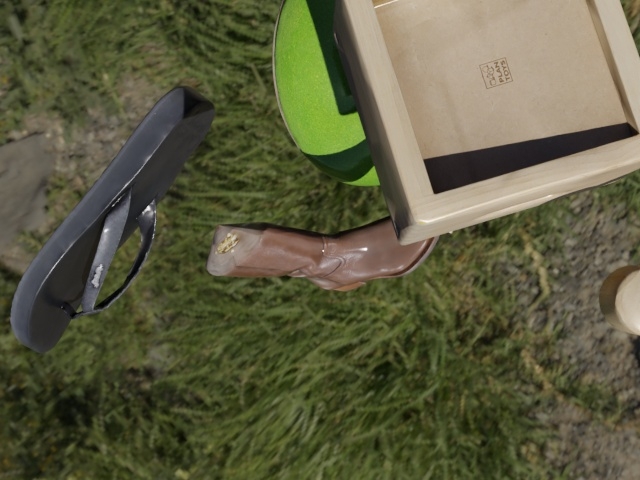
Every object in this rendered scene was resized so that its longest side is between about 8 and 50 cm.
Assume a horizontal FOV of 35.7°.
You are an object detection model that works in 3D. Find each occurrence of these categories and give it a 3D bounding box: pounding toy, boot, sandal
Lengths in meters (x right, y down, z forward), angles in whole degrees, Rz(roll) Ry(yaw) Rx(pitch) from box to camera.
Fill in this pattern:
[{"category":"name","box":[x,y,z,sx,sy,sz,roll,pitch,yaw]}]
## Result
[{"category":"pounding toy","box":[0.086,-0.116,0.714,0.110,0.236,0.183,10,78,47]},{"category":"boot","box":[0.000,0.000,0.589,0.106,0.114,0.037,-35,55,39]},{"category":"sandal","box":[-0.163,-0.007,0.797,0.054,0.097,0.255,38,99,10]},{"category":"pounding toy","box":[0.122,-0.049,0.509,0.181,0.094,0.206,-17,84,-3]}]
